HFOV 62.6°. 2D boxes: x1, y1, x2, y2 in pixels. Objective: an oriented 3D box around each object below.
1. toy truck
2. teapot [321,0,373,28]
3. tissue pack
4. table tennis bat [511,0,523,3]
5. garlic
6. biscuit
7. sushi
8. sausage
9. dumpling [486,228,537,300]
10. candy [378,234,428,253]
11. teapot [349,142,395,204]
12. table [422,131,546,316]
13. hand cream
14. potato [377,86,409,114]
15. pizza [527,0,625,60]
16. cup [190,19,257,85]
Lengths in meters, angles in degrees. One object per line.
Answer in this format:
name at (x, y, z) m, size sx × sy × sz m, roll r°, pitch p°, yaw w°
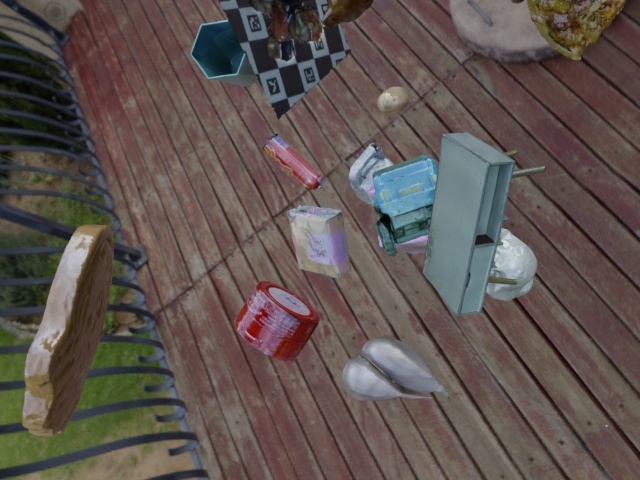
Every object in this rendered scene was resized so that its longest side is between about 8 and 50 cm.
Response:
toy truck at (0.180, -0.065, 1.049) m, size 0.155 × 0.279 × 0.156 m, roll -18°, pitch 83°, yaw 7°
teapot at (0.030, -0.348, 0.695) m, size 0.078 × 0.098 × 0.129 m, roll 17°, pitch 103°, yaw 20°
tissue pack at (0.000, 0.000, 1.980) m, size 0.215 × 0.256 × 0.123 m, roll 11°, pitch 35°, yaw 37°
table tennis bat at (0.151, -0.226, 0.325) m, size 0.013 × 0.087 × 0.156 m, roll 18°, pitch 90°, yaw 5°
garlic at (0.230, 0.468, 1.758) m, size 0.340 × 0.245 × 0.231 m, roll 19°, pitch 54°, yaw 35°
biscuit at (-0.438, 0.162, 0.957) m, size 0.062 × 0.385 × 0.364 m, roll 14°, pitch 57°, yaw -12°
sushi at (-0.098, -0.479, 1.143) m, size 0.069 × 0.320 × 0.339 m, roll -1°, pitch 39°, yaw 41°
sausage at (-0.047, -0.145, 1.026) m, size 0.145 × 0.050 × 0.048 m, roll 42°, pitch 61°, yaw 1°
dumpling at (0.584, 0.090, 1.664) m, size 0.193 × 0.258 × 0.147 m, roll -46°, pitch 25°, yaw -14°
candy at (0.316, -0.027, 1.663) m, size 0.265 × 0.156 × 0.115 m, roll -10°, pitch 75°, yaw 62°
teapot at (0.207, -0.237, 2.025) m, size 0.178 × 0.221 × 0.163 m, roll -43°, pitch 74°, yaw -11°
table at (0.238, -0.026, 0.771) m, size 0.111 × 0.240 × 0.121 m, roll -6°, pitch 32°, yaw -14°
hand cream at (-0.108, 0.201, 1.332) m, size 0.193 × 0.193 × 0.125 m, roll 39°, pitch 101°, yaw 33°
potato at (0.285, -0.548, 2.068) m, size 0.112 × 0.147 × 0.112 m, roll 27°, pitch 129°, yaw 39°
pizza at (0.445, -0.443, 0.922) m, size 0.162 × 0.305 × 0.085 m, roll -5°, pitch 52°, yaw 30°
cup at (-0.226, -0.473, 1.389) m, size 0.134 × 0.236 × 0.148 m, roll 28°, pitch 99°, yaw 6°
